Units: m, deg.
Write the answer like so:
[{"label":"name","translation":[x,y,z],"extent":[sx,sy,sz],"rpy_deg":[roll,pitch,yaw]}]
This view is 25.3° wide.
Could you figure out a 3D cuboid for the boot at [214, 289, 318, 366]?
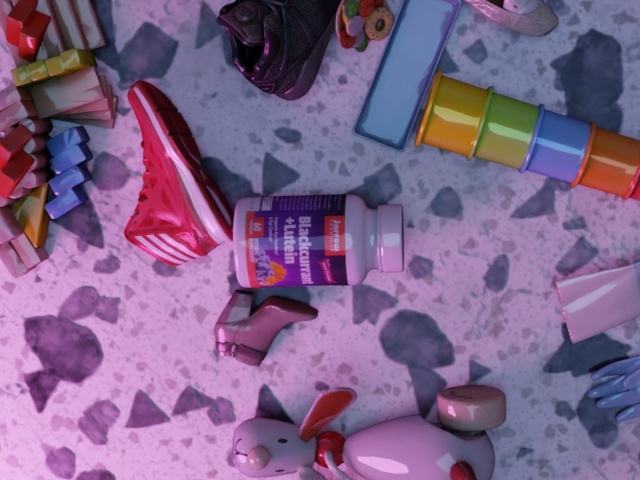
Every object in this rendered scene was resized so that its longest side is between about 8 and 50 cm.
[{"label":"boot","translation":[-0.068,0.110,1.717],"extent":[0.118,0.042,0.087],"rpy_deg":[14,103,4]}]

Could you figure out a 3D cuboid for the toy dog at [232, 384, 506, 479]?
[{"label":"toy dog","translation":[0.067,0.264,1.656],"extent":[0.333,0.161,0.220],"rpy_deg":[-20,93,6]}]

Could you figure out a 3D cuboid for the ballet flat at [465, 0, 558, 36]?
[{"label":"ballet flat","translation":[0.200,-0.287,1.641],"extent":[0.168,0.052,0.057],"rpy_deg":[25,66,2]}]

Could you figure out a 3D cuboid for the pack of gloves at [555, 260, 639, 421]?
[{"label":"pack of gloves","translation":[0.412,0.102,1.683],"extent":[0.232,0.046,0.195],"rpy_deg":[-15,106,9]}]

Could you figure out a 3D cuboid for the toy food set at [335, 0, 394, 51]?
[{"label":"toy food set","translation":[0.049,-0.259,1.650],"extent":[0.082,0.020,0.083],"rpy_deg":[-36,137,-25]}]

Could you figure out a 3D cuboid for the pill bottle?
[{"label":"pill bottle","translation":[0.000,0.000,1.663],"extent":[0.193,0.108,0.108],"rpy_deg":[-2,95,5]}]

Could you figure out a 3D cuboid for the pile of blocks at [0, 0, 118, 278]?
[{"label":"pile of blocks","translation":[-0.327,-0.129,1.676],"extent":[0.149,0.112,0.362],"rpy_deg":[6,96,4]}]

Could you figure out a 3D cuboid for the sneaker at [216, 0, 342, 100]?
[{"label":"sneaker","translation":[-0.037,-0.280,1.625],"extent":[0.087,0.130,0.227],"rpy_deg":[27,99,35]}]

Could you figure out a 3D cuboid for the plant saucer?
[{"label":"plant saucer","translation":[0.102,-0.204,1.681],"extent":[0.067,0.018,0.192],"rpy_deg":[22,96,2]}]

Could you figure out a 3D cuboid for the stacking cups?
[{"label":"stacking cups","translation":[0.269,-0.102,1.642],"extent":[0.316,0.096,0.096],"rpy_deg":[20,97,1]}]

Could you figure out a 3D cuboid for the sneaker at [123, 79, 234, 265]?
[{"label":"sneaker","translation":[-0.202,-0.070,1.686],"extent":[0.128,0.087,0.221],"rpy_deg":[-30,82,14]}]
